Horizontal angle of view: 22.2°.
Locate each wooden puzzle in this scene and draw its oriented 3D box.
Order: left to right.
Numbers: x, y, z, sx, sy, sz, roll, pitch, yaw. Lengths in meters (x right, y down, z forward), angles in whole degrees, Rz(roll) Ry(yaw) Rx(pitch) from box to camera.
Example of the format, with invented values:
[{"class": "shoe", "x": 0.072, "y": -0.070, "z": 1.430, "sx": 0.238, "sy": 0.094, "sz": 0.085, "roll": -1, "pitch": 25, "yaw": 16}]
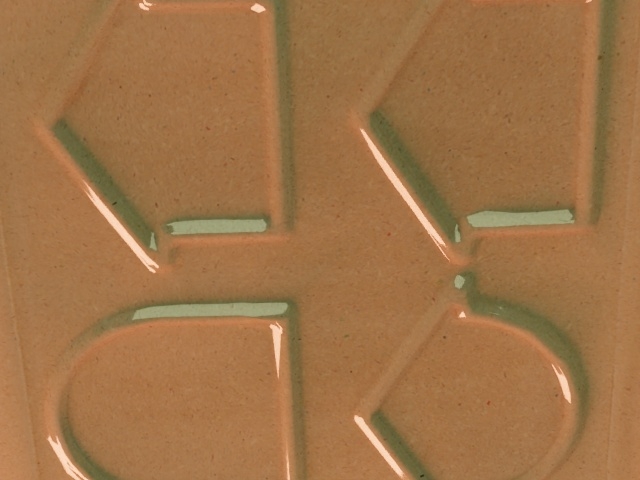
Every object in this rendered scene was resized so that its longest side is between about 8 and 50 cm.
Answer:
[{"class": "wooden puzzle", "x": 0.000, "y": 0.000, "z": 0.705, "sx": 0.348, "sy": 0.080, "sz": 0.322, "roll": 1, "pitch": 120, "yaw": 5}]
